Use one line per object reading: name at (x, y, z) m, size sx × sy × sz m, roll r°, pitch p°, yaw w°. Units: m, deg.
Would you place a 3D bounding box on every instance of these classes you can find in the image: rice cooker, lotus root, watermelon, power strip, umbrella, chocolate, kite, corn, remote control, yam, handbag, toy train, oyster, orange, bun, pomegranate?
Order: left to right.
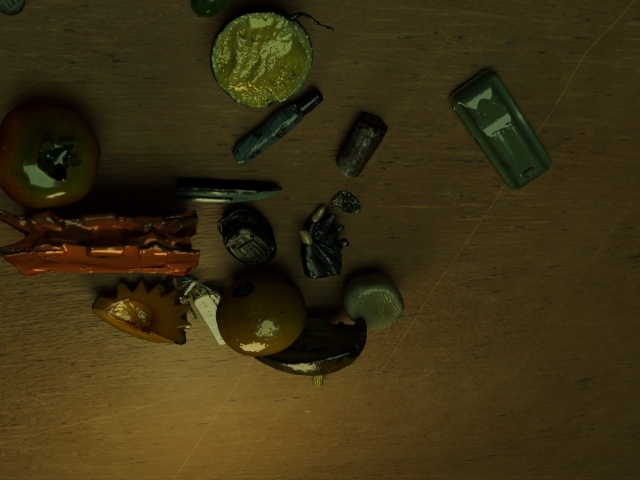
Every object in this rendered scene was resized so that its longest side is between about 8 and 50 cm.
chocolate at (-0.587, -0.499, 1.353) m, size 0.072 × 0.072 × 0.166 m, roll -1°, pitch 127°, yaw -12°
pomegranate at (-0.557, -0.168, 1.496) m, size 0.221 × 0.257 × 0.220 m, roll -7°, pitch 105°, yaw -29°
handbag at (-0.479, 0.009, 1.630) m, size 0.411 × 0.116 × 0.303 m, roll 0°, pitch 171°, yaw -12°
kite at (-0.358, 0.144, 1.903) m, size 0.183 × 0.010 × 0.160 m, roll -13°, pitch 117°, yaw 13°
power strip at (-0.273, 0.212, 1.981) m, size 0.080 × 0.029 × 0.226 m, roll -21°, pitch 128°, yaw 3°
toy train at (-0.216, -0.114, 1.734) m, size 0.252 × 0.055 × 0.048 m, roll 2°, pitch 126°, yaw -13°
rice cooker at (-0.177, -0.009, 1.793) m, size 0.112 × 0.106 × 0.165 m, roll -31°, pitch 137°, yaw 16°
watermelon at (-0.120, -0.394, 1.499) m, size 0.204 × 0.127 × 0.232 m, roll 19°, pitch 122°, yaw -24°
orange at (-0.149, 0.188, 1.872) m, size 0.237 × 0.236 × 0.236 m, roll -6°, pitch 127°, yaw -8°
umbrella at (-0.099, -0.259, 1.656) m, size 0.250 × 0.052 × 0.053 m, roll -37°, pitch 91°, yaw 16°
lotus root at (-0.026, 0.302, 1.968) m, size 0.314 × 0.210 × 0.141 m, roll 4°, pitch 127°, yaw 32°
corn at (-0.005, 0.403, 2.181) m, size 0.037 × 0.037 × 0.092 m, roll 2°, pitch 127°, yaw -14°
oyster at (0.069, -0.091, 1.837) m, size 0.083 × 0.019 × 0.054 m, roll 30°, pitch 114°, yaw -30°
yam at (0.093, -0.223, 1.709) m, size 0.079 × 0.079 × 0.141 m, roll 18°, pitch 123°, yaw -24°
bun at (0.141, 0.158, 1.982) m, size 0.167 × 0.113 × 0.173 m, roll -1°, pitch 129°, yaw -3°
remote control at (0.442, -0.257, 1.766) m, size 0.128 × 0.065 × 0.335 m, roll -34°, pitch 126°, yaw 16°

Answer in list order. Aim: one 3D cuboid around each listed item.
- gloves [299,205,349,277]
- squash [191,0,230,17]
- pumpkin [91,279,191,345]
gloves at (0.001, 0.000, 1.857) m, size 0.129 × 0.106 × 0.180 m, roll -1°, pitch 98°, yaw -13°
squash at (-0.168, -0.520, 1.431) m, size 0.219 × 0.068 × 0.077 m, roll -32°, pitch 118°, yaw 12°
pumpkin at (-0.443, 0.185, 1.892) m, size 0.254 × 0.130 × 0.149 m, roll 20°, pitch 158°, yaw 1°
